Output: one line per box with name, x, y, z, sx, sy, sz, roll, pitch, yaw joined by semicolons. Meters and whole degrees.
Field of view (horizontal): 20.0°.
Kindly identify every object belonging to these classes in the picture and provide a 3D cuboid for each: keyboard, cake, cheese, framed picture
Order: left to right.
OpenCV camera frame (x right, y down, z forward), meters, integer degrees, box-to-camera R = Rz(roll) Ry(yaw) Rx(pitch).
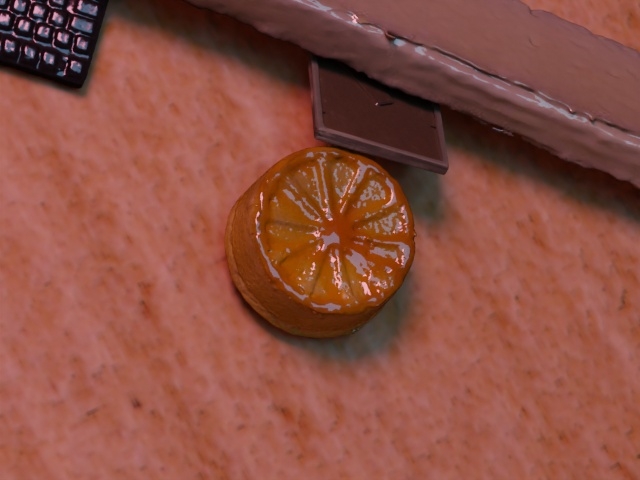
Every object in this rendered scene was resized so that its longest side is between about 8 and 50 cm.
keyboard;-0.195;-0.124;0.799;0.204;0.013;0.061;17;68;-12
cake;0.000;0.000;0.805;0.084;0.044;0.084;5;73;-16
framed picture;0.025;-0.069;0.831;0.066;0.007;0.089;14;41;-18
cheese;0.081;-0.087;0.850;0.400;0.034;0.085;23;44;-11
